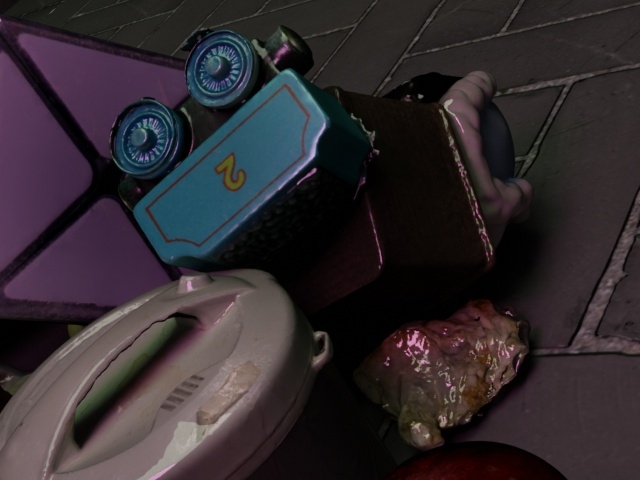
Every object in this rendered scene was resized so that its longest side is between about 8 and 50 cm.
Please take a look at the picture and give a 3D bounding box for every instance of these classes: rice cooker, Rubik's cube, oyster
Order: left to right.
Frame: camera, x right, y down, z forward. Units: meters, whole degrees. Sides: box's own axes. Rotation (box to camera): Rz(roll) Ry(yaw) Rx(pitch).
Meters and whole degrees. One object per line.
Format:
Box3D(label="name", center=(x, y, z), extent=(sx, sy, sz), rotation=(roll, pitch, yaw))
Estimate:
Box3D(label="Rubik's cube", center=(-0.258, -0.048, 1.109), extent=(0.255, 0.260, 0.259), rotation=(6, -3, -42))
Box3D(label="rice cooker", center=(-0.096, 0.183, 0.908), extent=(0.288, 0.277, 0.288), rotation=(-25, 28, 14))
Box3D(label="oyster", center=(0.108, 0.111, 1.051), extent=(0.163, 0.081, 0.191), rotation=(-18, 32, 13))

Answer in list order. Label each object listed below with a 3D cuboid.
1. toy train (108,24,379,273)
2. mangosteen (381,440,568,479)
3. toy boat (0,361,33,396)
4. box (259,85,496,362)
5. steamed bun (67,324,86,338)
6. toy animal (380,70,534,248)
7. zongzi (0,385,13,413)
Box3D(label="toy train", center=(-0.067, -0.068, 0.970), extent=(0.203, 0.112, 0.163), rotation=(-42, 66, 15))
Box3D(label="mangosteen", center=(0.088, 0.224, 0.750), extent=(0.200, 0.200, 0.200), rotation=(-23, 28, 13))
Box3D(label="toy boat", center=(-0.419, 0.208, 1.332), extent=(0.276, 0.111, 0.293), rotation=(-19, 15, -34))
Box3D(label="box", center=(0.002, 0.000, 1.110), extent=(0.143, 0.184, 0.273), rotation=(1, -25, -43))
Box3D(label="steamed bun", center=(-0.163, 0.033, 1.346), extent=(0.232, 0.166, 0.273), rotation=(-31, 40, 36))
Box3D(label="toy animal", center=(0.120, -0.064, 1.210), extent=(0.156, 0.204, 0.208), rotation=(-19, -2, -45))
Box3D(label="zongzi", center=(-0.272, 0.189, 1.095), extent=(0.288, 0.286, 0.134), rotation=(-16, 6, 15))
